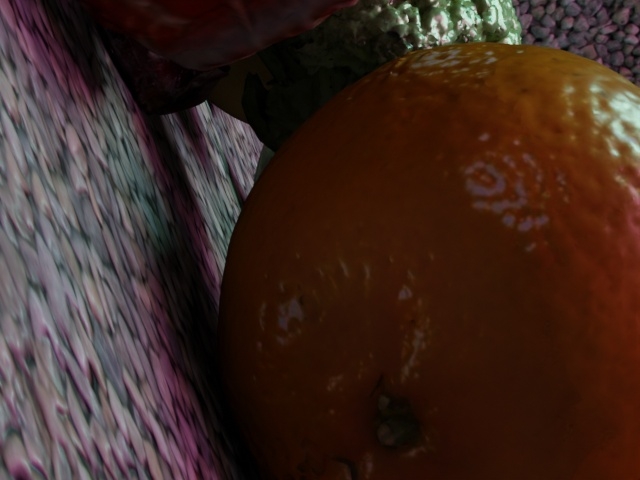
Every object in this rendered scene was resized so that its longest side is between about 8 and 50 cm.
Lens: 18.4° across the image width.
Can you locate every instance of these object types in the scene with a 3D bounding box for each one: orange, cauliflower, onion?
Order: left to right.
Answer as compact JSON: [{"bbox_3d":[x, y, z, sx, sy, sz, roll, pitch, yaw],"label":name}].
[{"bbox_3d":[-0.122,-0.189,1.586,0.206,0.098,0.151,52,20,-76],"label":"onion"},{"bbox_3d":[0.028,-0.157,1.648,0.272,0.250,0.275,18,31,-43],"label":"cauliflower"},{"bbox_3d":[0.116,0.069,1.429,0.326,0.424,0.424,-25,96,-54],"label":"orange"}]

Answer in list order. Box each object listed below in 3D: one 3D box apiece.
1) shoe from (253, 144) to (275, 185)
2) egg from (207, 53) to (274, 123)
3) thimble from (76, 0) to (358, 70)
[{"bbox_3d":[0.000,0.000,2.172,0.210,0.132,0.342,-112,-177,-63],"label":"shoe"},{"bbox_3d":[-0.049,-0.260,1.843,0.250,0.250,0.322,-66,141,-84],"label":"egg"},{"bbox_3d":[-0.061,-0.308,1.370,0.350,0.230,0.350,30,50,-42],"label":"thimble"}]
